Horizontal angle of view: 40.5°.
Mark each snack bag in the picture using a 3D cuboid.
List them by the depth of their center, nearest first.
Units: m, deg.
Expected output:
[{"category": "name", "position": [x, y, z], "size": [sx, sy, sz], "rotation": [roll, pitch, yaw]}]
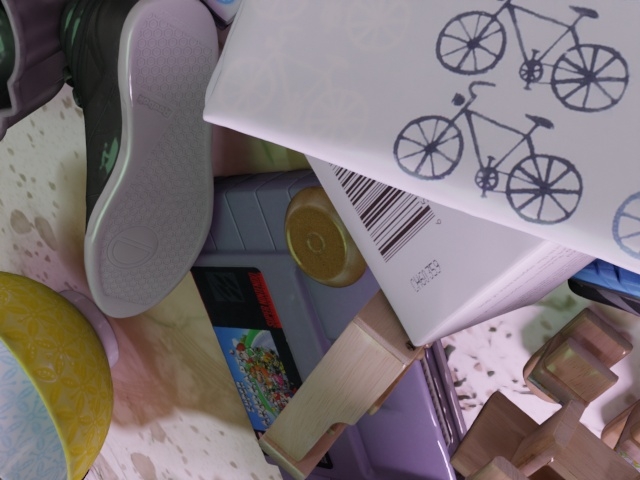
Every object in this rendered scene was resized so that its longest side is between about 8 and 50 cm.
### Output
[{"category": "snack bag", "position": [0.123, -0.171, 0.379], "size": [0.323, 0.037, 0.342], "rotation": [23, 96, 27]}]

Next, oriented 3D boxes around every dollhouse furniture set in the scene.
[{"category": "dollhouse furniture set", "position": [0.105, 0.147, 0.585], "size": [0.242, 0.212, 0.161], "rotation": [40, 133, 7]}]

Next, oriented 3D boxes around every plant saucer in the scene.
[{"category": "plant saucer", "position": [0.000, 0.000, 0.666], "size": [0.083, 0.015, 0.083], "rotation": [19, 121, 34]}]

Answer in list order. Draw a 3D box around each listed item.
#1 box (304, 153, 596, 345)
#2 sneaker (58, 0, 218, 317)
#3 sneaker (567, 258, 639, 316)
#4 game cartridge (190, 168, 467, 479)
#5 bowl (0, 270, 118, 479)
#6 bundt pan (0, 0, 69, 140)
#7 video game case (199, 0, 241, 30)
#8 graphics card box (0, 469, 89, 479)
[{"category": "box", "position": [0.098, -0.064, 0.507], "size": [0.180, 0.119, 0.182], "rotation": [60, 139, 17]}, {"category": "sneaker", "position": [-0.163, -0.084, 0.740], "size": [0.147, 0.105, 0.295], "rotation": [45, 132, 45]}, {"category": "sneaker", "position": [0.238, 0.058, 0.536], "size": [0.188, 0.067, 0.078], "rotation": [25, 125, 23]}, {"category": "game cartridge", "position": [0.006, 0.108, 0.780], "size": [0.230, 0.068, 0.354], "rotation": [-3, 115, 38]}, {"category": "bowl", "position": [-0.336, 0.145, 1.029], "size": [0.290, 0.156, 0.289], "rotation": [21, 129, 29]}, {"category": "bundt pan", "position": [-0.333, -0.253, 0.786], "size": [0.331, 0.124, 0.330], "rotation": [21, 128, 29]}, {"category": "video game case", "position": [-0.094, -0.297, 0.549], "size": [0.275, 0.035, 0.248], "rotation": [44, 144, -15]}, {"category": "graphics card box", "position": [-0.536, 0.357, 1.186], "size": [0.233, 0.371, 0.094], "rotation": [46, 138, 9]}]
